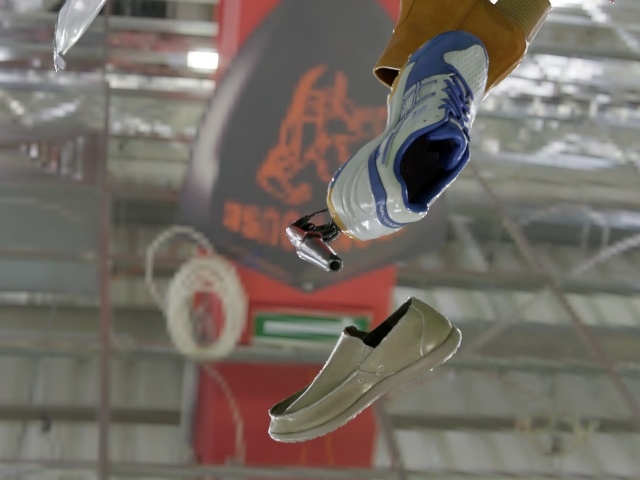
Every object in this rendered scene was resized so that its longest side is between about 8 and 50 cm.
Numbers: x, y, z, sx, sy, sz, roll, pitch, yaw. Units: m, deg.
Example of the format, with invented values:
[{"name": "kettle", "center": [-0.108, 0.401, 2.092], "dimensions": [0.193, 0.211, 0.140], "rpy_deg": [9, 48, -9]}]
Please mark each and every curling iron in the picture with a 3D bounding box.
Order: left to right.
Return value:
[{"name": "curling iron", "center": [0.000, 0.000, 1.885], "dimensions": [0.068, 0.035, 0.274], "rpy_deg": [-24, -171, 0]}]

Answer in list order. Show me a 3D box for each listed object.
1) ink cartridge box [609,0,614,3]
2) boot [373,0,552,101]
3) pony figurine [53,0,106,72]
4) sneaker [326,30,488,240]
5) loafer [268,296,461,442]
[{"name": "ink cartridge box", "center": [0.223, -0.465, 1.720], "dimensions": [0.091, 0.385, 0.308], "rpy_deg": [-24, 158, 24]}, {"name": "boot", "center": [0.121, -0.279, 2.125], "dimensions": [0.295, 0.104, 0.211], "rpy_deg": [27, -122, 27]}, {"name": "pony figurine", "center": [-0.240, -0.417, 1.985], "dimensions": [0.303, 0.363, 0.351], "rpy_deg": [-33, -164, 53]}, {"name": "sneaker", "center": [0.131, -0.117, 1.870], "dimensions": [0.131, 0.112, 0.296], "rpy_deg": [-10, -137, 52]}, {"name": "loafer", "center": [0.042, 0.156, 2.108], "dimensions": [0.268, 0.092, 0.102], "rpy_deg": [-31, -170, 2]}]
